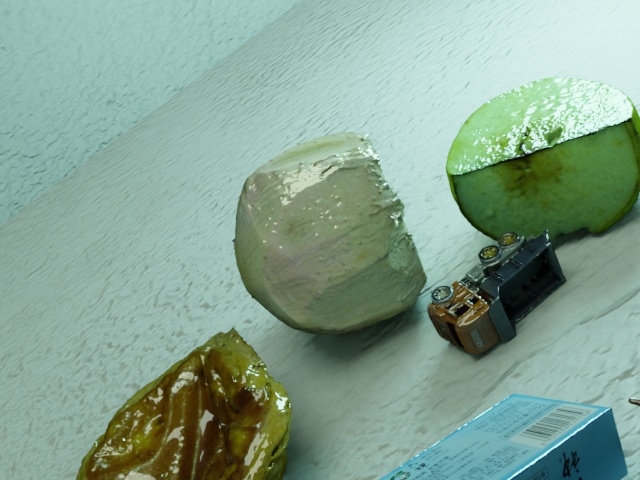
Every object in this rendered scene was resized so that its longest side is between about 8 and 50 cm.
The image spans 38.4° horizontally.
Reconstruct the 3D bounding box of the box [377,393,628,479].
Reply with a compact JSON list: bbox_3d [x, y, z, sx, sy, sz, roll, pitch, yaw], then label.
[{"bbox_3d":[0.184,0.245,0.945,0.232,0.083,0.142,-25,12,-32],"label":"box"}]

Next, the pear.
[{"bbox_3d":[0.332,-0.125,1.364,0.292,0.159,0.292,-21,32,13],"label":"pear"}]

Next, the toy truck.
[{"bbox_3d":[0.242,0.068,1.241,0.192,0.083,0.092,-38,36,-10],"label":"toy truck"}]

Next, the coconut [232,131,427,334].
[{"bbox_3d":[0.000,0.000,1.367,0.254,0.297,0.297,-20,31,-1],"label":"coconut"}]

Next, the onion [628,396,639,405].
[{"bbox_3d":[0.408,0.187,0.708,0.353,0.354,0.354,-23,32,16],"label":"onion"}]

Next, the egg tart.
[{"bbox_3d":[-0.169,0.298,1.223,0.339,0.153,0.351,-42,32,-14],"label":"egg tart"}]
